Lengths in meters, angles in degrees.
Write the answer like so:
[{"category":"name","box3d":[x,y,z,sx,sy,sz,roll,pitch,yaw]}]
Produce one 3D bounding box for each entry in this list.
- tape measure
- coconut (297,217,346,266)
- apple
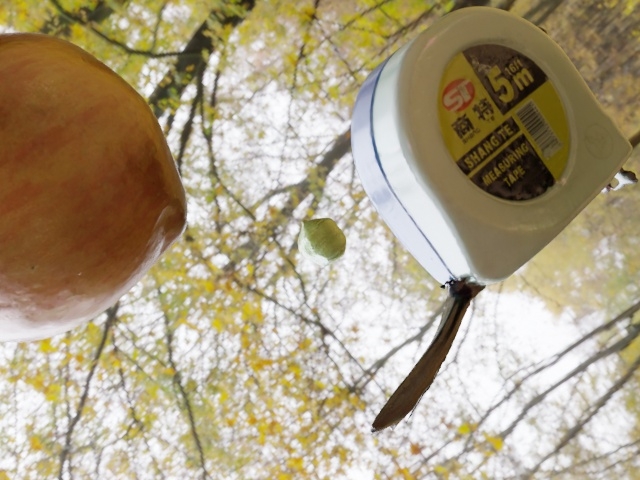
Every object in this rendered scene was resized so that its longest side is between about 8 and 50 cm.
[{"category":"tape measure","box3d":[0.089,-0.037,0.631,0.351,0.098,0.215,-40,-83,-29]},{"category":"coconut","box3d":[0.000,0.000,1.432,0.096,0.088,0.088,45,-150,4]},{"category":"apple","box3d":[-0.209,-0.036,0.567,0.211,0.211,0.188,46,-120,1]}]
